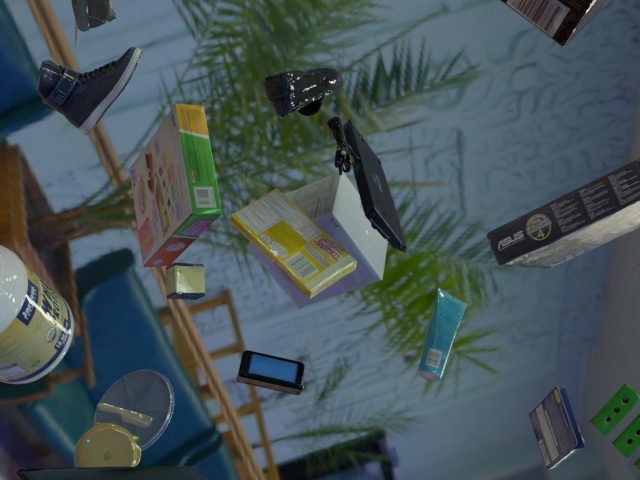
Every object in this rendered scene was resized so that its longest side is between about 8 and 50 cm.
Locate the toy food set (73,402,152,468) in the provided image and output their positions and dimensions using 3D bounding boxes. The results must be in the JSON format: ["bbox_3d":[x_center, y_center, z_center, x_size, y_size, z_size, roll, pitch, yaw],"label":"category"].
[{"bbox_3d":[-0.415,0.418,1.752,0.038,0.132,0.192,-12,-123,61],"label":"toy food set"}]

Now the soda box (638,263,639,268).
[{"bbox_3d":[0.742,0.121,1.819,0.092,0.083,0.263,-11,-60,46],"label":"soda box"}]

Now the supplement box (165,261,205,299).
[{"bbox_3d":[-0.341,0.103,2.277,0.056,0.083,0.083,-23,-113,52],"label":"supplement box"}]

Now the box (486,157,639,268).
[{"bbox_3d":[0.631,-0.050,2.107,0.318,0.395,0.097,0,65,-54],"label":"box"}]

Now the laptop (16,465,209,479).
[{"bbox_3d":[-0.239,0.544,1.390,0.382,0.236,0.407,17,62,-52],"label":"laptop"}]

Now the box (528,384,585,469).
[{"bbox_3d":[0.522,0.411,1.984,0.225,0.037,0.136,96,-17,-63],"label":"box"}]

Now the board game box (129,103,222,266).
[{"bbox_3d":[-0.313,-0.107,1.901,0.316,0.064,0.242,-36,-119,55],"label":"board game box"}]

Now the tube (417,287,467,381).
[{"bbox_3d":[0.270,0.212,2.021,0.052,0.080,0.207,-27,-144,57],"label":"tube"}]

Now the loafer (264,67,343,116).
[{"bbox_3d":[-0.024,-0.253,1.546,0.223,0.076,0.078,-25,108,-60],"label":"loafer"}]

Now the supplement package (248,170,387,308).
[{"bbox_3d":[0.000,0.000,1.846,0.194,0.203,0.149,53,30,-29],"label":"supplement package"}]

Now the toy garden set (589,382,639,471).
[{"bbox_3d":[0.701,0.378,1.864,0.244,0.204,0.049,45,-3,-8],"label":"toy garden set"}]

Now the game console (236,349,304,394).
[{"bbox_3d":[-0.089,0.240,1.677,0.107,0.122,0.071,111,-9,-71],"label":"game console"}]

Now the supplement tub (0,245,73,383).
[{"bbox_3d":[-0.683,0.145,1.885,0.316,0.228,0.228,65,5,-58],"label":"supplement tub"}]

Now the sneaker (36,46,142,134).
[{"bbox_3d":[-0.495,-0.352,1.898,0.163,0.226,0.086,37,16,-20],"label":"sneaker"}]

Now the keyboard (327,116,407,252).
[{"bbox_3d":[0.069,-0.121,1.558,0.201,0.033,0.317,51,15,-30],"label":"keyboard"}]

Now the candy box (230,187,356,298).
[{"bbox_3d":[-0.047,0.002,1.506,0.206,0.105,0.027,43,-35,25],"label":"candy box"}]

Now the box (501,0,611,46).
[{"bbox_3d":[0.463,-0.502,1.653,0.168,0.203,0.167,40,-31,11],"label":"box"}]

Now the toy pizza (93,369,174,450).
[{"bbox_3d":[-0.402,0.376,1.961,0.032,0.201,0.201,54,12,-49],"label":"toy pizza"}]

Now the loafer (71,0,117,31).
[{"bbox_3d":[-0.412,-0.493,1.654,0.251,0.087,0.094,112,-38,-57],"label":"loafer"}]

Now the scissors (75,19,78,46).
[{"bbox_3d":[-0.520,-0.576,1.952,0.021,0.109,0.297,-3,86,-51],"label":"scissors"}]
